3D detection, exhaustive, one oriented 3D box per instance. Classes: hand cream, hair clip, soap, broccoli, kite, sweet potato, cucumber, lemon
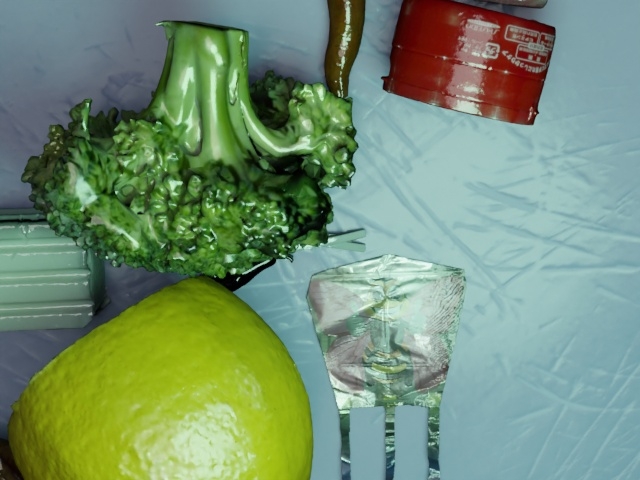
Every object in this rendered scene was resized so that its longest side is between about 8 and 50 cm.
[{"bbox_3d":[0.175,-0.214,1.803,0.193,0.193,0.125,14,97,0],"label":"hand cream"},{"bbox_3d":[0.000,-0.001,1.927,0.115,0.039,0.030,0,108,-9],"label":"hair clip"},{"bbox_3d":[-0.399,0.035,1.917,0.262,0.094,0.150,-1,104,1],"label":"soap"},{"bbox_3d":[-0.136,-0.092,1.794,0.338,0.277,0.317,35,103,-6],"label":"broccoli"},{"bbox_3d":[0.091,0.196,1.955,0.204,0.022,0.360,-3,98,3],"label":"kite"},{"bbox_3d":[0.029,-0.303,1.863,0.057,0.057,0.264,-3,100,3],"label":"sweet potato"},{"bbox_3d":[-0.114,0.049,1.931,0.163,0.039,0.043,-29,118,8],"label":"cucumber"},{"bbox_3d":[-0.160,0.244,1.797,0.364,0.364,0.364,0,99,2],"label":"lemon"}]

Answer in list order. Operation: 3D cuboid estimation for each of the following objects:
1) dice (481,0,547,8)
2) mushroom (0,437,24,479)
[{"bbox_3d":[0.230,-0.327,1.831,0.091,0.093,0.094,4,100,2],"label":"dice"},{"bbox_3d":[-0.446,0.372,1.914,0.263,0.195,0.283,-32,113,-1],"label":"mushroom"}]
